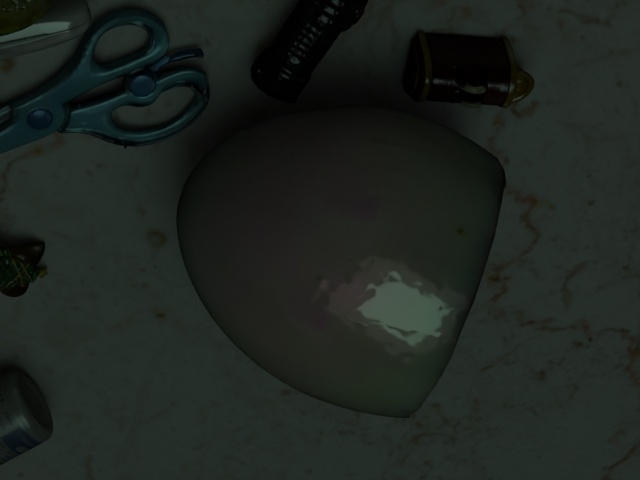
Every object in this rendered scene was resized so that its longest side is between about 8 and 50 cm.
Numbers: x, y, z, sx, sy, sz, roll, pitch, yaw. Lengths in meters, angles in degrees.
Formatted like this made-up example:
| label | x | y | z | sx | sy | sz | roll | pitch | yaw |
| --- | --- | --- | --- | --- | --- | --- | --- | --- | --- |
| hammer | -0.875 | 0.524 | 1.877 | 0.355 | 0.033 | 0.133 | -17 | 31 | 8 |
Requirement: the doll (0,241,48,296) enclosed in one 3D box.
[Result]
| label | x | y | z | sx | sy | sz | roll | pitch | yaw |
| --- | --- | --- | --- | --- | --- | --- | --- | --- | --- |
| doll | -0.379 | 0.038 | 2.054 | 0.113 | 0.076 | 0.078 | 19 | 110 | -25 |

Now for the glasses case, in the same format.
| label | x | y | z | sx | sy | sz | roll | pitch | yaw |
| --- | --- | --- | --- | --- | --- | --- | --- | --- | --- |
| glasses case | -0.350 | -0.233 | 1.871 | 0.193 | 0.074 | 0.049 | -15 | 123 | -4 |

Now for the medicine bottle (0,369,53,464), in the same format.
| label | x | y | z | sx | sy | sz | roll | pitch | yaw |
| --- | --- | --- | --- | --- | --- | --- | --- | --- | --- |
| medicine bottle | -0.437 | 0.245 | 2.169 | 0.168 | 0.105 | 0.105 | -28 | 126 | 7 |

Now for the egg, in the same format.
| label | x | y | z | sx | sy | sz | roll | pitch | yaw |
| --- | --- | --- | --- | --- | --- | --- | --- | --- | --- |
| egg | 0.000 | 0.000 | 1.964 | 0.340 | 0.354 | 0.354 | 20 | 119 | -6 |

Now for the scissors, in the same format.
| label | x | y | z | sx | sy | sz | roll | pitch | yaw |
| --- | --- | --- | --- | --- | --- | --- | --- | --- | --- |
| scissors | -0.318 | -0.145 | 1.967 | 0.393 | 0.032 | 0.180 | -23 | 127 | 2 |

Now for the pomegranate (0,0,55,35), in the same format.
| label | x | y | z | sx | sy | sz | roll | pitch | yaw |
| --- | --- | --- | --- | --- | --- | --- | --- | --- | --- |
| pomegranate | -0.358 | -0.331 | 1.762 | 0.190 | 0.159 | 0.241 | 35 | 83 | -39 |

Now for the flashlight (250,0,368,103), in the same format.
| label | x | y | z | sx | sy | sz | roll | pitch | yaw |
| --- | --- | --- | --- | --- | --- | --- | --- | --- | --- |
| flashlight | 0.004 | -0.259 | 1.929 | 0.093 | 0.093 | 0.232 | 20 | 120 | -25 |

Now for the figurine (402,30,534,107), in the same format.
| label | x | y | z | sx | sy | sz | roll | pitch | yaw |
| --- | --- | --- | --- | --- | --- | --- | --- | --- | --- |
| figurine | 0.184 | -0.191 | 2.014 | 0.154 | 0.098 | 0.082 | 4 | 120 | -12 |
